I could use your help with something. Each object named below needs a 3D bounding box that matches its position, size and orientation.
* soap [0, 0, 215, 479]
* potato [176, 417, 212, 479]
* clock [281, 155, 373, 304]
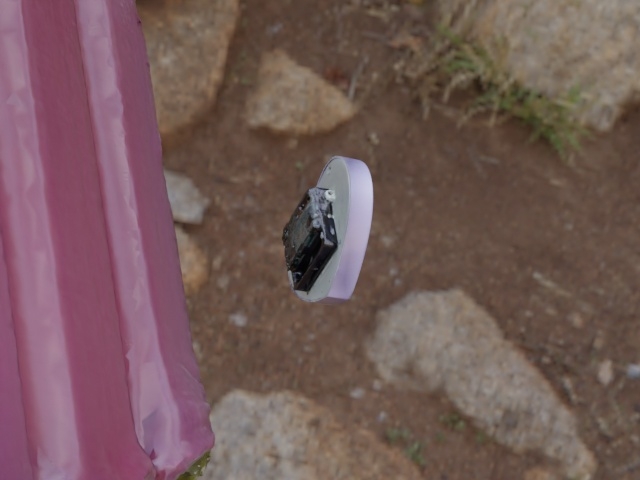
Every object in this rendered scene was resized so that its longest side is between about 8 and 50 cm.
[{"bbox_3d":[-0.157,-0.054,0.584,0.128,0.360,0.233,-14,-14,15],"label":"soap"},{"bbox_3d":[-0.158,0.117,1.041,0.117,0.225,0.090,-29,37,-2],"label":"potato"},{"bbox_3d":[0.000,0.000,1.689,0.064,0.198,0.172,10,49,-20],"label":"clock"}]
